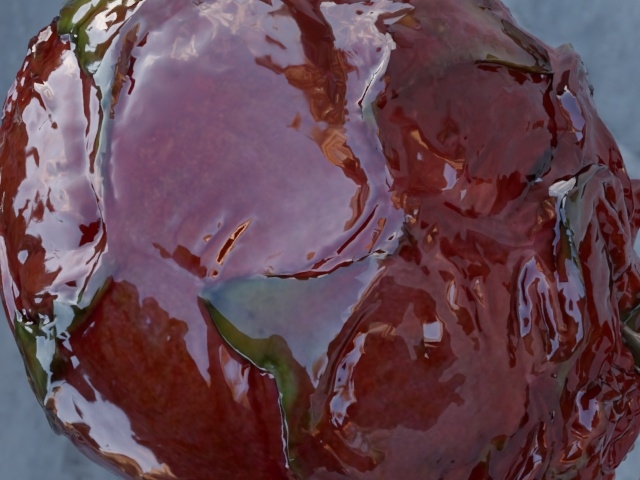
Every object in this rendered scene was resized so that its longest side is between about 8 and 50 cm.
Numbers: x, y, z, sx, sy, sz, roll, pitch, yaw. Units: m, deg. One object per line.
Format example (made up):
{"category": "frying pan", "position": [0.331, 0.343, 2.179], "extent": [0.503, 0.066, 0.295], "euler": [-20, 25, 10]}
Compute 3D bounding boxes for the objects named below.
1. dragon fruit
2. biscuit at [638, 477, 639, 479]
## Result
{"category": "dragon fruit", "position": [0.000, 0.000, 0.795], "extent": [0.277, 0.342, 0.277], "euler": [-58, -10, -16]}
{"category": "biscuit", "position": [0.081, 0.164, 0.499], "extent": [0.035, 0.184, 0.249], "euler": [13, 51, 45]}
